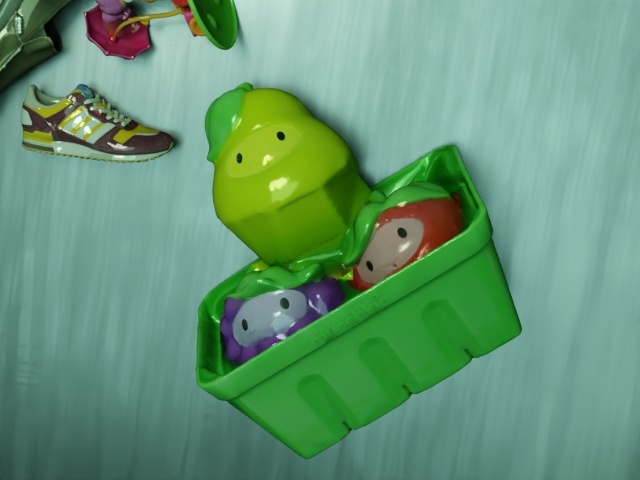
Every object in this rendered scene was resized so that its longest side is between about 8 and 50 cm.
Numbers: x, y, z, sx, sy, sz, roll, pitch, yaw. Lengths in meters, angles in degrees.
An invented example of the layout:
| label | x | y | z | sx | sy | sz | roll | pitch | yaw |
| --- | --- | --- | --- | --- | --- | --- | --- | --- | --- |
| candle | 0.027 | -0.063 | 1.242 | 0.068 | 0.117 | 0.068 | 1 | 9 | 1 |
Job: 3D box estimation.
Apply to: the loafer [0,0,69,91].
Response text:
| label | x | y | z | sx | sy | sz | roll | pitch | yaw |
| --- | --- | --- | --- | --- | --- | --- | --- | --- | --- |
| loafer | -0.349 | -0.233 | 1.746 | 0.087 | 0.094 | 0.251 | 32 | 106 | -12 |

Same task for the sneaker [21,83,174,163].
| label | x | y | z | sx | sy | sz | roll | pitch | yaw |
| --- | --- | --- | --- | --- | --- | --- | --- | --- | --- |
| sneaker | -0.263 | -0.140 | 1.765 | 0.185 | 0.069 | 0.084 | 5 | 104 | 4 |

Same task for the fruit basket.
| label | x | y | z | sx | sy | sz | roll | pitch | yaw |
| --- | --- | --- | --- | --- | --- | --- | --- | --- | --- |
| fruit basket | 0.000 | 0.000 | 1.678 | 0.392 | 0.283 | 0.392 | -2 | 113 | -4 |

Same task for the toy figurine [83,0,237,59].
| label | x | y | z | sx | sy | sz | roll | pitch | yaw |
| --- | --- | --- | --- | --- | --- | --- | --- | --- | --- |
| toy figurine | -0.204 | -0.272 | 1.712 | 0.159 | 0.130 | 0.173 | -16 | 136 | 19 |
